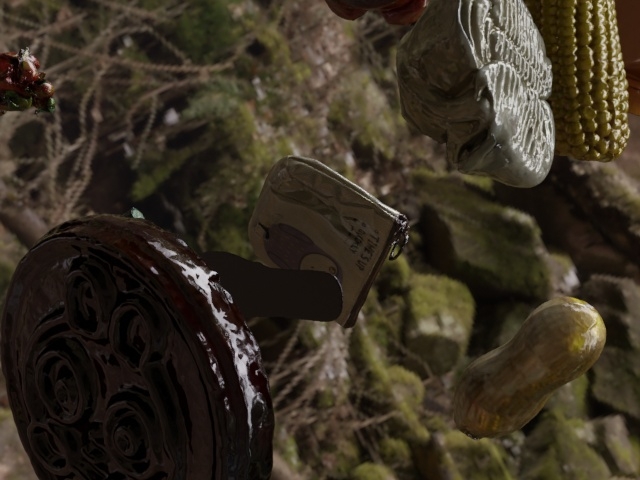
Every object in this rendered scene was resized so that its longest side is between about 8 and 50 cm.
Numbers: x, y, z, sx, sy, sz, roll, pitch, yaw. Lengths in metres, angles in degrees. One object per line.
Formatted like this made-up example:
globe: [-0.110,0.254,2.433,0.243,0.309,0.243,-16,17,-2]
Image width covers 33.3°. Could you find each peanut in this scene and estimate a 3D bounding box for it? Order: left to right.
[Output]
peanut: [0.213,0.136,1.121,0.087,0.207,0.087,27,33,-20]

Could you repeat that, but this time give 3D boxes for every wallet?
wallet: [0.003,-0.001,1.828,0.274,0.068,0.335,39,-39,12]

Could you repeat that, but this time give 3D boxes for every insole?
insole: [-0.097,0.075,1.683,0.007,0.322,0.109,-18,108,-53]

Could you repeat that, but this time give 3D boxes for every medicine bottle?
medicine bottle: [0.510,-0.306,1.638,0.149,0.112,0.222,-127,-129,-61]

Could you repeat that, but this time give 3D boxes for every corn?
corn: [0.281,-0.281,1.279,0.144,0.143,0.388,-125,-154,-83]

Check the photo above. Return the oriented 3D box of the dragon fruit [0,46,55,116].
dragon fruit: [-0.541,-0.271,1.856,0.175,0.142,0.138,36,32,19]

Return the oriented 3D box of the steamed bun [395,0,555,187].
steamed bun: [0.156,-0.165,1.150,0.218,0.144,0.211,34,55,-50]

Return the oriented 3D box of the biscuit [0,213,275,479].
biscuit: [-0.217,0.170,1.167,0.407,0.091,0.408,14,-68,40]

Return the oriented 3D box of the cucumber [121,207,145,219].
cucumber: [-0.305,-0.001,1.498,0.032,0.133,0.032,52,19,-27]

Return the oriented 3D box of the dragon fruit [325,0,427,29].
dragon fruit: [0.100,-0.444,1.485,0.268,0.295,0.130,30,5,42]
